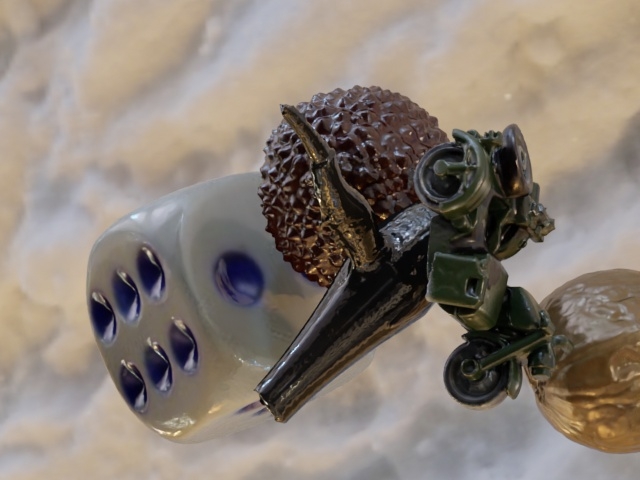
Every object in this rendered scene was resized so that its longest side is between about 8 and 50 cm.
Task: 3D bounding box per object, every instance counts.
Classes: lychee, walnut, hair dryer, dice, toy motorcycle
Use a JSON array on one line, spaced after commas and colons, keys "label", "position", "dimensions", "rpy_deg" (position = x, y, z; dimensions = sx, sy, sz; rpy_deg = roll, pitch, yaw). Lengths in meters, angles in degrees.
[{"label": "lychee", "position": [0.049, -0.060, 1.820], "dimensions": [0.264, 0.300, 0.264], "rpy_deg": [-1, 82, 5]}, {"label": "walnut", "position": [0.355, 0.141, 1.742], "dimensions": [0.228, 0.228, 0.228], "rpy_deg": [10, 106, 41]}, {"label": "hair dryer", "position": [0.000, 0.000, 1.526], "dimensions": [0.120, 0.303, 0.359], "rpy_deg": [36, 162, 44]}, {"label": "dice", "position": [-0.122, 0.092, 2.019], "dimensions": [0.277, 0.304, 0.304], "rpy_deg": [-39, 71, 48]}, {"label": "toy motorcycle", "position": [0.170, 0.023, 1.478], "dimensions": [0.127, 0.205, 0.275], "rpy_deg": [-4, 70, 23]}]
